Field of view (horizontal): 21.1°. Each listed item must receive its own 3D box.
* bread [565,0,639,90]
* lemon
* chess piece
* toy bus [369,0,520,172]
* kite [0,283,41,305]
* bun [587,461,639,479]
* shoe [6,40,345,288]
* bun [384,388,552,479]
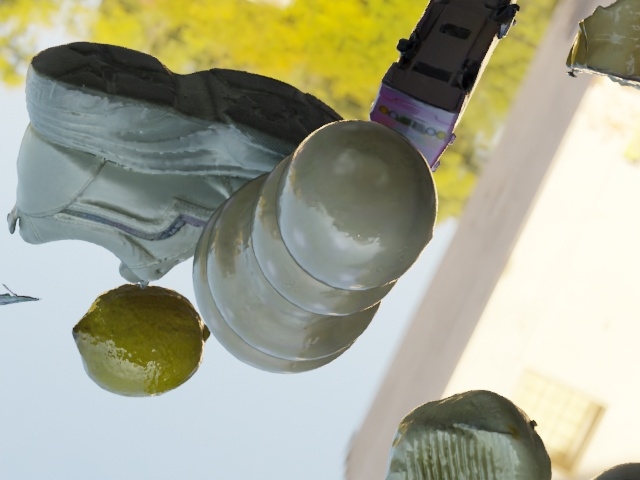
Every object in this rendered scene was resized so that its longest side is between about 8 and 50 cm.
[{"bbox_3d":[0.363,-0.171,1.727,0.224,0.211,0.183,66,-166,4],"label":"bread"},{"bbox_3d":[-0.270,0.149,2.594,0.193,0.181,0.180,-27,-144,-22],"label":"lemon"},{"bbox_3d":[0.000,0.000,1.331,0.167,0.167,0.300,24,163,-7],"label":"chess piece"},{"bbox_3d":[0.122,-0.173,1.687,0.090,0.112,0.274,24,-139,5],"label":"toy bus"},{"bbox_3d":[-0.395,0.045,1.837,0.198,0.006,0.244,8,168,6],"label":"kite"},{"bbox_3d":[0.370,0.337,2.000,0.172,0.173,0.120,27,-162,8],"label":"bun"},{"bbox_3d":[-0.121,-0.047,1.568,0.342,0.211,0.132,12,-149,-19],"label":"shoe"},{"bbox_3d":[0.196,0.303,2.265,0.229,0.229,0.145,27,-167,11],"label":"bun"}]
